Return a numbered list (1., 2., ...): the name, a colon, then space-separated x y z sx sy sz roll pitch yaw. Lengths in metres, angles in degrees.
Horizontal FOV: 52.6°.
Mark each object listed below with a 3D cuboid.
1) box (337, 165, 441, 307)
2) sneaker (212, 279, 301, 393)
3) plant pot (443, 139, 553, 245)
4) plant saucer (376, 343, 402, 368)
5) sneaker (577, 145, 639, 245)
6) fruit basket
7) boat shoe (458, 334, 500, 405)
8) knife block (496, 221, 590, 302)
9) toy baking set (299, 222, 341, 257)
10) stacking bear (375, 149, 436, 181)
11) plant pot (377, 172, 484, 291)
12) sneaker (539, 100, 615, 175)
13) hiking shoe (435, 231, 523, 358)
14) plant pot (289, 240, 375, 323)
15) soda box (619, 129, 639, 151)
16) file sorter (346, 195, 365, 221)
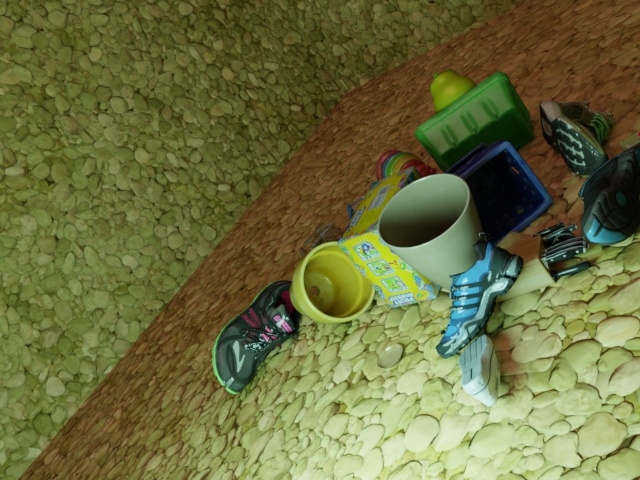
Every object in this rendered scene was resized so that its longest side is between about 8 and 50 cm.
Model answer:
1. box: 0.244 -0.008 1.913 0.177 0.279 0.290 -20 28 43
2. sneaker: -0.196 0.298 2.195 0.202 0.185 0.482 -22 28 49
3. plant pot: 0.475 -0.138 1.862 0.236 0.236 0.212 -40 13 3
4. plant saucer: 0.188 0.313 1.731 0.083 0.015 0.083 -35 21 16
5. sneaker: 0.691 -0.091 1.560 0.341 0.125 0.140 -44 11 -37
6. fruit basket: 0.519 -0.431 2.281 0.392 0.283 0.392 -28 39 25
7. boat shoe: 0.352 0.288 1.418 0.083 0.075 0.226 -39 3 27
8. knife block: 0.508 0.069 1.565 0.276 0.088 0.242 -43 20 -7
9. toy baking set: -0.005 0.005 2.685 0.197 0.030 0.256 -39 21 -4
10. stacking bear: 0.335 -0.245 2.429 0.175 0.164 0.289 -43 25 -5
11. plant pot: 0.327 0.007 1.711 0.257 0.274 0.256 -25 37 21
12. sneaker: 0.770 -0.329 1.875 0.182 0.158 0.410 -18 30 9
13. hiking shoe: 0.352 0.139 1.544 0.304 0.132 0.113 -57 -18 8
14. plant pot: 0.014 0.149 2.077 0.254 0.254 0.239 -50 8 -25
15. soda box: 0.873 -0.272 1.662 0.181 0.061 0.058 -34 21 16
16. file sorter: 0.177 -0.083 2.414 0.105 0.118 0.170 -33 22 13
